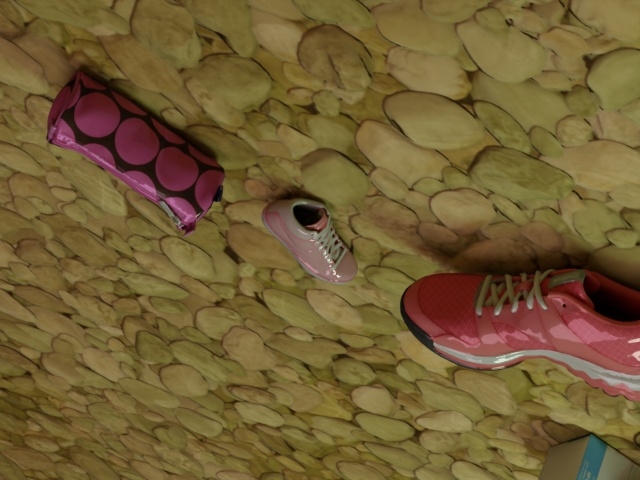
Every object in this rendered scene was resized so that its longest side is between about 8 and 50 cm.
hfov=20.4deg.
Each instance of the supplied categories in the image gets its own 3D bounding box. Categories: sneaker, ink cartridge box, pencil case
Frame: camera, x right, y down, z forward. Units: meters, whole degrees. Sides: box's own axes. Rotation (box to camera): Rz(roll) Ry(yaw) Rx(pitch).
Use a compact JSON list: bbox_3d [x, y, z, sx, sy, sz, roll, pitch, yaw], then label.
[{"bbox_3d":[0.000,0.000,2.013,0.134,0.051,0.070,40,152,-18],"label":"sneaker"},{"bbox_3d":[0.354,0.324,2.236,0.143,0.090,0.092,34,149,-15],"label":"ink cartridge box"},{"bbox_3d":[-0.207,-0.094,1.968,0.209,0.098,0.095,33,150,-13],"label":"pencil case"},{"bbox_3d":[0.243,0.068,1.916,0.314,0.116,0.136,11,138,10],"label":"sneaker"}]
